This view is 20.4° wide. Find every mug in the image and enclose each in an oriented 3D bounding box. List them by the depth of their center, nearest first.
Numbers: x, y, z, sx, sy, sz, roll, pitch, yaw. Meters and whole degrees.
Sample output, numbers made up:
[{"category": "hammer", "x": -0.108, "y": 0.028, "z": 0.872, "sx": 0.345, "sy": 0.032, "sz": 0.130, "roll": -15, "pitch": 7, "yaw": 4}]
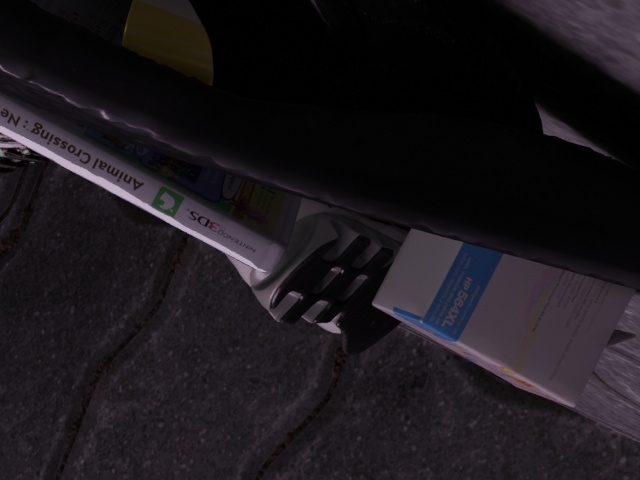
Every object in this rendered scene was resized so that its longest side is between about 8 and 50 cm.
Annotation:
[{"category": "mug", "x": -0.060, "y": -0.092, "z": 0.883, "sx": 0.064, "sy": 0.078, "sz": 0.062, "roll": 19, "pitch": 180, "yaw": 11}]

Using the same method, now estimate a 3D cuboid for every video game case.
[{"category": "video game case", "x": -0.092, "y": -0.078, "z": 0.928, "sx": 0.193, "sy": 0.023, "sz": 0.212, "roll": 28, "pitch": -156, "yaw": -6}]

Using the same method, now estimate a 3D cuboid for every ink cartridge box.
[{"category": "ink cartridge box", "x": 0.126, "y": 0.041, "z": 1.160, "sx": 0.143, "sy": 0.090, "sz": 0.092, "roll": 30, "pitch": 175, "yaw": -19}]

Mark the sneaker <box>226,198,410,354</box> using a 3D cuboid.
[{"category": "sneaker", "x": 0.000, "y": 0.000, "z": 1.486, "sx": 0.146, "sy": 0.122, "sz": 0.330, "roll": 46, "pitch": -176, "yaw": 23}]

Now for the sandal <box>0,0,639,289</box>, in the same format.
[{"category": "sandal", "x": 0.008, "y": -0.067, "z": 0.675, "sx": 0.445, "sy": 0.107, "sz": 0.167, "roll": 16, "pitch": -179, "yaw": -29}]

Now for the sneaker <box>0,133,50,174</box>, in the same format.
[{"category": "sneaker", "x": -0.250, "y": -0.101, "z": 1.518, "sx": 0.343, "sy": 0.146, "sz": 0.134, "roll": 25, "pitch": 175, "yaw": 29}]
